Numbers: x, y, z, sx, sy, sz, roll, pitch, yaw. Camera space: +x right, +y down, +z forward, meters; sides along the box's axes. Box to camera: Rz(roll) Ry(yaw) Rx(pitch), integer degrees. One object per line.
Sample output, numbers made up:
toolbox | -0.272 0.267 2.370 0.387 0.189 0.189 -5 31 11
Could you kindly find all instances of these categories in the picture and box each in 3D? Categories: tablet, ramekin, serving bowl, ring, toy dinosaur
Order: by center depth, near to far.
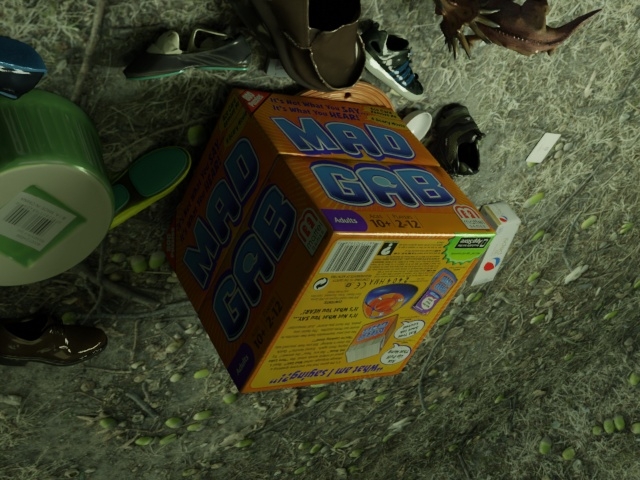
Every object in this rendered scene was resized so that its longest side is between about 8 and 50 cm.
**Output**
ramekin | -0.464 -0.069 1.455 0.303 0.148 0.303 -20 144 -16
toy dinosaur | 0.320 -0.366 1.624 0.200 0.295 0.127 -46 146 -65
ring | -0.008 -0.164 1.777 0.336 0.032 0.337 -21 142 -17
serving bowl | 0.177 -0.222 1.851 0.083 0.027 0.083 -32 151 -20
tablet | 0.501 -0.208 2.137 0.054 0.006 0.083 0 135 -38

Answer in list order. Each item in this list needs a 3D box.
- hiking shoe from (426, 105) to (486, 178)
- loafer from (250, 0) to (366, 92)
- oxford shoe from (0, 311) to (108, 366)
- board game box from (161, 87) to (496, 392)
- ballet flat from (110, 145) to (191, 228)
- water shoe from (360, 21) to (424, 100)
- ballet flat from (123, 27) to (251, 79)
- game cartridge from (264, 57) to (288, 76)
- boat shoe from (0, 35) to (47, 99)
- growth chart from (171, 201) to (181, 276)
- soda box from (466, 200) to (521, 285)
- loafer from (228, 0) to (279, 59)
hiking shoe | 0.267 -0.157 1.928 0.086 0.114 0.227 -14 142 -22
loafer | 0.000 -0.328 1.447 0.134 0.130 0.366 -66 153 -9
oxford shoe | -0.503 0.183 1.798 0.227 0.083 0.096 0 130 -39
board game box | 0.000 0.000 1.639 0.356 0.356 0.356 0 132 -39
ballet flat | -0.313 -0.085 1.630 0.231 0.077 0.077 -33 167 7
water shoe | 0.139 -0.312 1.678 0.080 0.073 0.203 -47 143 17
ballet flat | -0.205 -0.291 1.459 0.203 0.074 0.074 -9 140 -19
game cartridge | -0.053 -0.301 1.598 0.083 0.017 0.056 -8 136 -30
boat shoe | -0.493 -0.233 1.272 0.258 0.109 0.089 15 128 -44
growth chart | -0.211 -0.015 1.826 0.172 0.021 0.237 -8 137 -31
soda box | 0.399 0.009 2.268 0.069 0.074 0.216 -12 141 -25
loafer | -0.102 -0.346 1.478 0.061 0.062 0.170 -11 142 10
